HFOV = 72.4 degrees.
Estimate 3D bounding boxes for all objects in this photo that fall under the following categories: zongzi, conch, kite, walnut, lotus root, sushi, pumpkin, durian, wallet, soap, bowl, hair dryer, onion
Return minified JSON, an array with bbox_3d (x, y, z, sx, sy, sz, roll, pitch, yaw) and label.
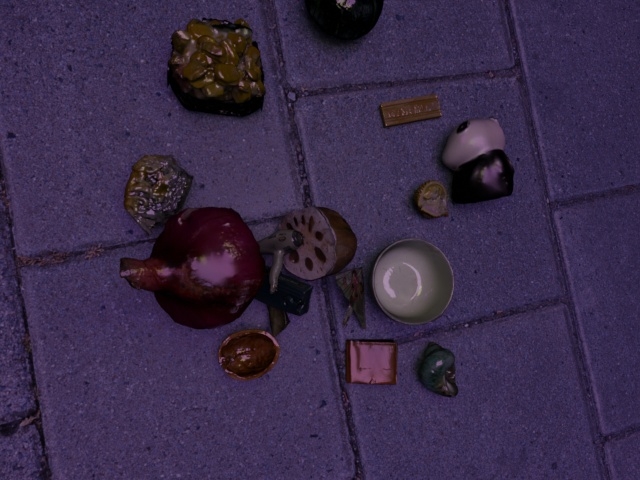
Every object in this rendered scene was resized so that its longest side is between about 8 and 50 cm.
[{"bbox_3d":[-0.166,0.243,1.499,0.062,0.130,0.154,-23,90,18],"label":"zongzi"},{"bbox_3d":[0.440,0.479,1.617,0.175,0.121,0.188,8,86,-32],"label":"conch"},{"bbox_3d":[0.116,0.195,1.555,0.323,0.013,0.268,59,38,-39],"label":"kite"},{"bbox_3d":[-0.238,0.381,1.489,0.211,0.087,0.167,-12,88,-3],"label":"walnut"},{"bbox_3d":[0.000,0.000,1.507,0.192,0.272,0.272,-14,89,-45],"label":"lotus root"},{"bbox_3d":[-0.338,-0.594,1.442,0.327,0.285,0.329,6,83,-12],"label":"sushi"},{"bbox_3d":[-0.535,-0.152,1.440,0.184,0.139,0.274,19,85,-7],"label":"sushi"},{"bbox_3d":[0.083,-0.876,1.586,0.315,0.238,0.316,8,68,-21],"label":"pumpkin"},{"bbox_3d":[0.430,-0.151,1.680,0.208,0.102,0.147,31,82,-32],"label":"durian"},{"bbox_3d":[0.187,0.445,1.606,0.195,0.042,0.161,2,81,-10],"label":"wallet"},{"bbox_3d":[0.355,-0.509,1.713,0.251,0.037,0.092,-14,90,-13],"label":"soap"},{"bbox_3d":[0.313,0.148,1.590,0.306,0.163,0.308,1,86,-11],"label":"bowl"},{"bbox_3d":[-0.178,0.059,1.454,0.088,0.218,0.225,42,65,-41],"label":"hair dryer"},{"bbox_3d":[-0.387,0.094,1.292,0.398,0.420,0.399,4,100,26],"label":"onion"}]

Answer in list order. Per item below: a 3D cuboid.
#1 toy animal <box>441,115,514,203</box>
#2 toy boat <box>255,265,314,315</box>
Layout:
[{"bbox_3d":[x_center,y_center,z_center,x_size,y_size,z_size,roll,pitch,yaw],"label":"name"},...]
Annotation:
[{"bbox_3d":[0.603,-0.308,1.660,0.250,0.251,0.310,-14,96,-13],"label":"toy animal"},{"bbox_3d":[-0.166,0.154,1.488,0.295,0.122,0.114,20,115,18],"label":"toy boat"}]
